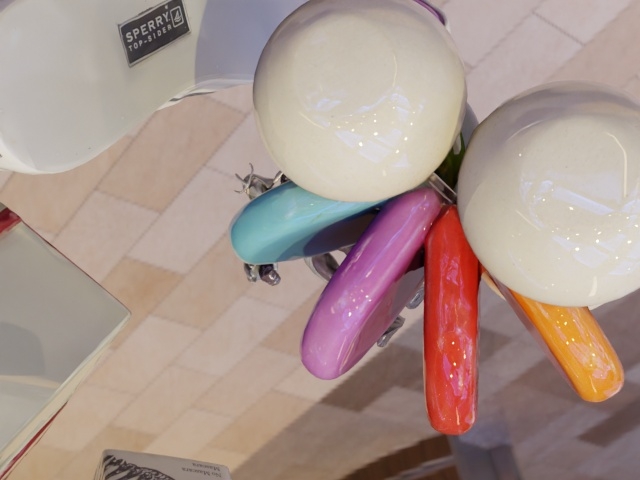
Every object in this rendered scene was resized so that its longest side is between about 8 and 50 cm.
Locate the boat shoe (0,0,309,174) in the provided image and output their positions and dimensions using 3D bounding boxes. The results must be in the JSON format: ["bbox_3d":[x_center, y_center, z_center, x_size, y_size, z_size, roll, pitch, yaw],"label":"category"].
[{"bbox_3d":[-0.094,-0.099,0.485,0.088,0.267,0.096,2,120,29],"label":"boat shoe"}]

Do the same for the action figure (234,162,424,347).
[{"bbox_3d":[0.000,0.000,1.242,0.185,0.285,0.099,-56,164,23],"label":"action figure"}]

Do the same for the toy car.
[{"bbox_3d":[0.044,-0.001,0.390,0.136,0.182,0.159,-63,167,0],"label":"toy car"}]

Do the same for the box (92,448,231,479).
[{"bbox_3d":[-0.106,0.273,0.707,0.113,0.275,0.094,12,114,-22],"label":"box"}]

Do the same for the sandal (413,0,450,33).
[{"bbox_3d":[-0.009,-0.332,1.206,0.169,0.416,0.102,-38,147,-31],"label":"sandal"}]

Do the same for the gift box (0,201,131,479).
[{"bbox_3d":[-0.278,0.073,0.490,0.255,0.258,0.276,35,119,-1],"label":"gift box"}]
